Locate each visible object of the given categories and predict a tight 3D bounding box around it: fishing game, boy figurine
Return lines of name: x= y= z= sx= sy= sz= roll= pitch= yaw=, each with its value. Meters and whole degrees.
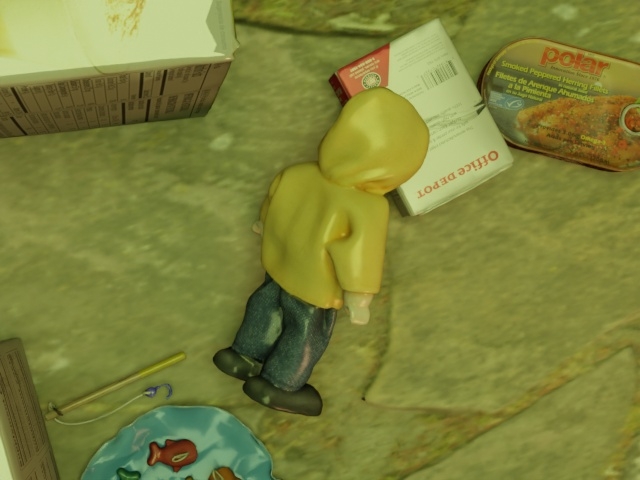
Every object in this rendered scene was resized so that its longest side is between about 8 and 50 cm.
fishing game: x=-0.122 y=0.239 z=1.165 sx=0.189 sy=0.041 sz=0.264 roll=-20 pitch=92 yaw=-7
boy figurine: x=0.000 y=0.000 z=1.130 sx=0.092 sy=0.177 sz=0.285 roll=17 pitch=99 yaw=-39

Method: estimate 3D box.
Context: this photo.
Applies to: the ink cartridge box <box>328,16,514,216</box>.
ink cartridge box: x=0.091 y=-0.109 z=1.194 sx=0.109 sy=0.063 sz=0.150 roll=-28 pitch=92 yaw=-7

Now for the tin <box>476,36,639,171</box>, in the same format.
tin: x=0.238 y=-0.127 z=1.228 sx=0.190 sy=0.040 sz=0.106 roll=14 pitch=90 yaw=-7

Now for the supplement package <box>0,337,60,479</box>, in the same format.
supplement package: x=-0.320 y=0.199 z=1.027 sx=0.199 sy=0.263 sz=0.198 roll=-16 pitch=90 yaw=-7

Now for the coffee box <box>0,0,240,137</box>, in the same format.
coffee box: x=-0.254 y=-0.262 z=1.015 sx=0.335 sy=0.338 sz=0.337 roll=-7 pitch=89 yaw=-8
